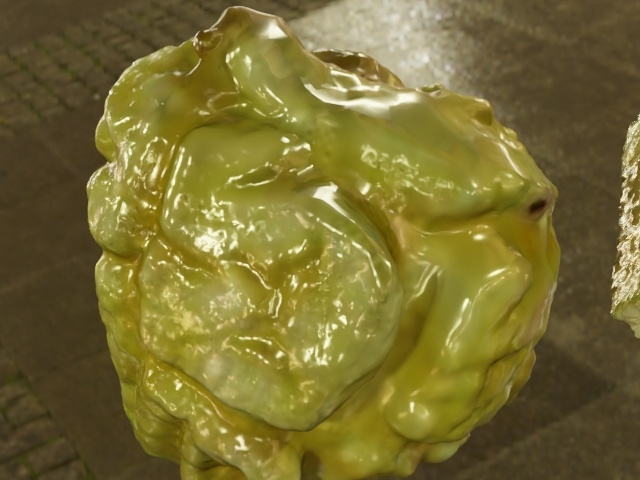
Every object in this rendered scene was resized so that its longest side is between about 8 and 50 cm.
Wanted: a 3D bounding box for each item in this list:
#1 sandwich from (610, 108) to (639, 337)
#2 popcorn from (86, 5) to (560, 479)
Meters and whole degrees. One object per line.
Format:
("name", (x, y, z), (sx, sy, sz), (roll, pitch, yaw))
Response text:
("sandwich", (0.183, -0.034, 0.511), (0.058, 0.193, 0.162), (27, 47, -12))
("popcorn", (0.000, 0.001, 0.532), (0.185, 0.167, 0.188), (-8, 57, -25))
